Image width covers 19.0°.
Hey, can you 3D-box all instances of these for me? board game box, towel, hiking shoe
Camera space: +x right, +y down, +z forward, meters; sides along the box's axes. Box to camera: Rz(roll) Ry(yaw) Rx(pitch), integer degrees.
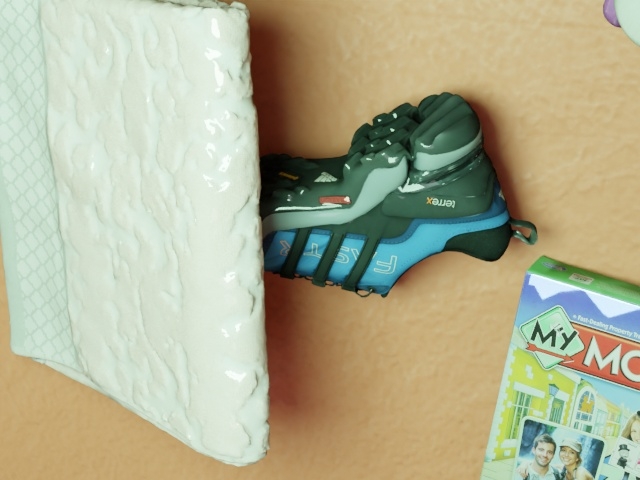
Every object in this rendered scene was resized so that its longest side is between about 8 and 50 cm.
[{"bbox_3d":[0.286,0.158,1.433,0.317,0.046,0.213,17,112,19],"label":"board game box"},{"bbox_3d":[-0.151,-0.028,1.423,0.317,0.053,0.332,18,117,47],"label":"towel"},{"bbox_3d":[0.000,0.000,1.450,0.304,0.113,0.132,-17,114,27],"label":"hiking shoe"}]

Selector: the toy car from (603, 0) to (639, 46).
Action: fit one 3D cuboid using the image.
[{"bbox_3d":[0.233,-0.199,1.310,0.182,0.159,0.136,54,151,6],"label":"toy car"}]
